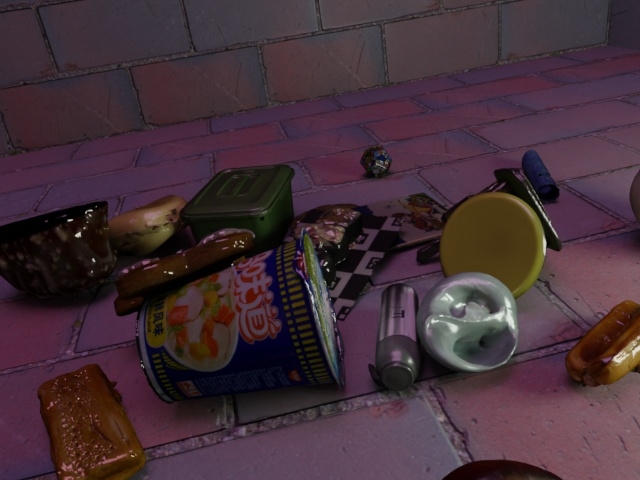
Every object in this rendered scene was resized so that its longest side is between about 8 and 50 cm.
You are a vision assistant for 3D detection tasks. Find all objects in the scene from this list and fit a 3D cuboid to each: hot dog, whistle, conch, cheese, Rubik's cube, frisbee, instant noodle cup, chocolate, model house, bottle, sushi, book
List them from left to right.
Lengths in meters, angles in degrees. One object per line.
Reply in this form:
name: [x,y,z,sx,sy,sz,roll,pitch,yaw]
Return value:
chocolate: [-0.663,0.038,1.422,0.340,0.210,0.225,-10,16,18]
cheese: [-0.471,-0.047,1.561,0.259,0.128,0.316,-35,19,-25]
instant noodle cup: [-0.139,0.152,0.993,0.312,0.284,0.284,-15,26,5]
sushi: [0.000,0.000,1.341,0.296,0.100,0.373,8,41,31]
Rubik's cube: [0.186,-0.264,1.889,0.111,0.111,0.093,-4,54,10]
bottle: [0.138,0.174,1.048,0.096,0.079,0.254,-23,22,18]
book: [0.198,-0.049,1.493,0.322,0.018,0.228,-14,32,-20]
conch: [0.261,0.152,1.003,0.221,0.121,0.185,-32,44,-32]
model house: [0.347,-0.006,1.250,0.278,0.205,0.218,-32,1,7]
frisbee: [0.342,0.016,1.151,0.236,0.236,0.017,19,6,43]
whistle: [0.634,-0.195,1.650,0.062,0.062,0.304,-3,27,11]
hot dog: [0.508,0.172,0.948,0.250,0.076,0.104,-25,11,-36]

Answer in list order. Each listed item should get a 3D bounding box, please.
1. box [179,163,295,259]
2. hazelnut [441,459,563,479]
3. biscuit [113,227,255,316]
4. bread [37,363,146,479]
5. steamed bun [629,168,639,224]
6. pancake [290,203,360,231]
box: [-0.204,-0.075,1.550,0.252,0.178,0.329,-3,29,15]
hazelnut: [0.183,0.339,0.612,0.208,0.208,0.208,-7,26,4]
biscuit: [-0.284,0.070,1.140,0.283,0.064,0.432,-22,-6,-16]
bread: [-0.382,0.309,0.939,0.139,0.077,0.271,-19,29,-28]
steamed bun: [0.818,-0.073,1.215,0.283,0.177,0.283,-5,28,3]
pancake: [0.036,-0.042,1.550,0.236,0.042,0.222,-28,36,-36]
